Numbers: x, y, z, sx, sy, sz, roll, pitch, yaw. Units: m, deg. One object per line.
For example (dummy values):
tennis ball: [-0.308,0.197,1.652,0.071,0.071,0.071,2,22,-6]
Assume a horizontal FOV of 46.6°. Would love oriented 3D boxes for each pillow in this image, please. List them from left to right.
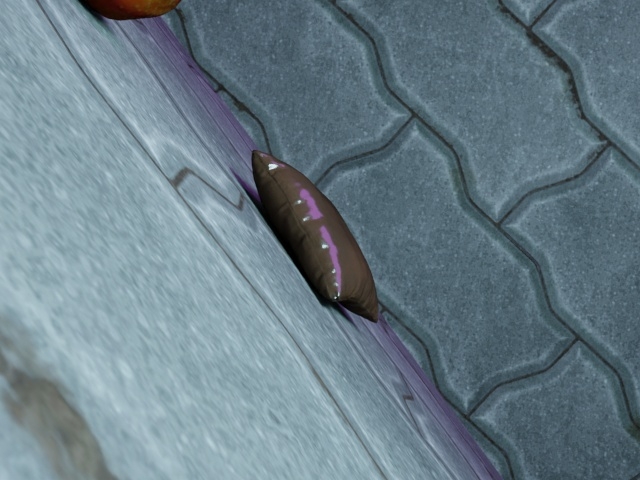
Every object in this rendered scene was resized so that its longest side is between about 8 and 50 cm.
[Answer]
pillow: [0.000,0.000,1.354,0.305,0.108,0.308,60,7,20]

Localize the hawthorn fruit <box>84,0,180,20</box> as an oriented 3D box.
hawthorn fruit: [-0.281,-0.417,0.994,0.205,0.205,0.253,55,10,24]
